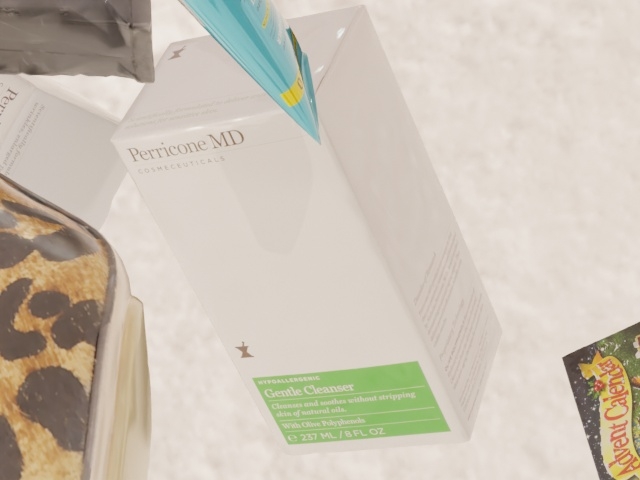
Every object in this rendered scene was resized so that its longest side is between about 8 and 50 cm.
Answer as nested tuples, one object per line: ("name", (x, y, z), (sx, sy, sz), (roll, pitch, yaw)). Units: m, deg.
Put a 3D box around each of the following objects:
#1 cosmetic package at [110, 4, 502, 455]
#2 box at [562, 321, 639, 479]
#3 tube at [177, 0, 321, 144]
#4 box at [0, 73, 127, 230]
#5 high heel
("cosmetic package", (0.000, 0.000, 1.401), (0.197, 0.366, 0.155), (-9, 36, 28))
("box", (0.269, 0.147, 1.103), (0.159, 0.044, 0.233), (-27, 47, 16))
("tube", (-0.047, -0.143, 1.105), (0.052, 0.207, 0.080), (-13, 62, 19))
("box", (-0.273, -0.057, 1.396), (0.119, 0.182, 0.181), (31, 93, 26))
("high heel", (-0.140, 0.019, 0.442), (0.186, 0.093, 0.261), (0, 55, -4))
